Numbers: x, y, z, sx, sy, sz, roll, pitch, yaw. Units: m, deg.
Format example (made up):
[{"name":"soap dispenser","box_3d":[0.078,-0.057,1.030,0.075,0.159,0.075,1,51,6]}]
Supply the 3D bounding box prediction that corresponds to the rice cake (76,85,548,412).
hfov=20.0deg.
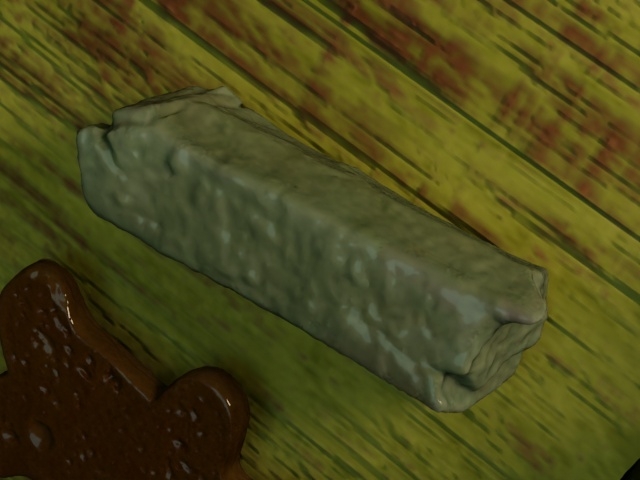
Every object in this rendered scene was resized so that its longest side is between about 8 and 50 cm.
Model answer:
[{"name":"rice cake","box_3d":[0.000,0.000,0.718,0.206,0.069,0.063,28,116,21]}]

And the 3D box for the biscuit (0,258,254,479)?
[{"name":"biscuit","box_3d":[-0.073,0.106,0.819,0.205,0.031,0.138,34,121,21]}]

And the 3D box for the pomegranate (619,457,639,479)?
[{"name":"pomegranate","box_3d":[0.164,0.128,0.633,0.161,0.122,0.122,36,131,-26]}]
